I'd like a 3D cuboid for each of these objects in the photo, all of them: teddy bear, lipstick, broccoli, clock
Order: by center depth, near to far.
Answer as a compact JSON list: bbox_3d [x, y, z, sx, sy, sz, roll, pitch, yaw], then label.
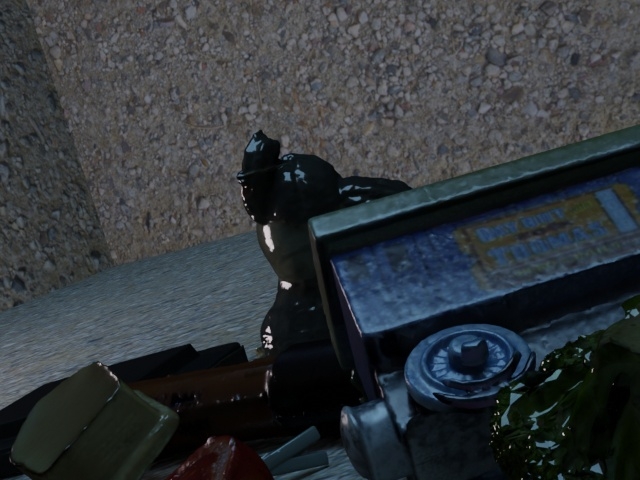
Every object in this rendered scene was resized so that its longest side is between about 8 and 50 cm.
[{"bbox_3d":[0.160,0.086,0.717,0.162,0.138,0.146,-16,45,-13],"label":"broccoli"},{"bbox_3d":[-0.052,0.129,1.254,0.418,0.077,0.077,-15,6,42],"label":"lipstick"},{"bbox_3d":[0.014,0.012,1.501,0.171,0.251,0.144,-3,8,2],"label":"teddy bear"},{"bbox_3d":[-0.238,0.170,1.588,0.278,0.049,0.273,-16,6,19],"label":"clock"}]

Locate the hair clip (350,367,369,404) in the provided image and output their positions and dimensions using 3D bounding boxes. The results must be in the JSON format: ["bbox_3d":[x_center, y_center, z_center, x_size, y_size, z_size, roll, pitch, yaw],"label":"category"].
[{"bbox_3d":[0.196,0.072,1.034,0.358,0.110,0.095,-18,33,-13],"label":"hair clip"}]

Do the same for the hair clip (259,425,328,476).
[{"bbox_3d":[-0.052,0.166,1.114,0.115,0.030,0.039,-19,4,-13],"label":"hair clip"}]

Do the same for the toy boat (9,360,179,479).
[{"bbox_3d":[-0.188,0.156,1.238,0.116,0.061,0.188,-51,18,-14],"label":"toy boat"}]

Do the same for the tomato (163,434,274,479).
[{"bbox_3d":[-0.065,0.178,0.735,0.159,0.091,0.139,-46,9,-16],"label":"tomato"}]

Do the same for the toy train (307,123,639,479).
[{"bbox_3d":[0.145,0.044,0.894,0.299,0.131,0.202,-16,35,-5],"label":"toy train"}]
